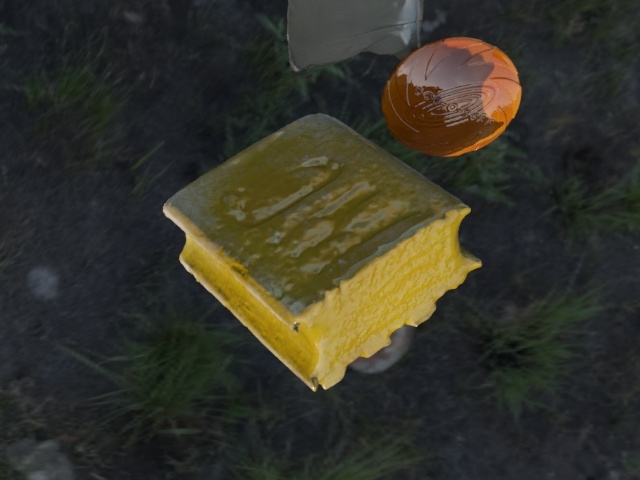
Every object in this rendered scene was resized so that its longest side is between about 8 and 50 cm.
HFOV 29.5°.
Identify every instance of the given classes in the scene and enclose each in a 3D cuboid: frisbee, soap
[{"bbox_3d":[0.179,-0.186,1.645,0.192,0.192,0.035,16,37,-20],"label":"frisbee"},{"bbox_3d":[0.000,0.000,1.607,0.293,0.335,0.156,-33,134,-17],"label":"soap"}]

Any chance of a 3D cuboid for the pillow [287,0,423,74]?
[{"bbox_3d":[0.051,-0.324,1.724,0.067,0.270,0.173,-14,104,-44],"label":"pillow"}]
